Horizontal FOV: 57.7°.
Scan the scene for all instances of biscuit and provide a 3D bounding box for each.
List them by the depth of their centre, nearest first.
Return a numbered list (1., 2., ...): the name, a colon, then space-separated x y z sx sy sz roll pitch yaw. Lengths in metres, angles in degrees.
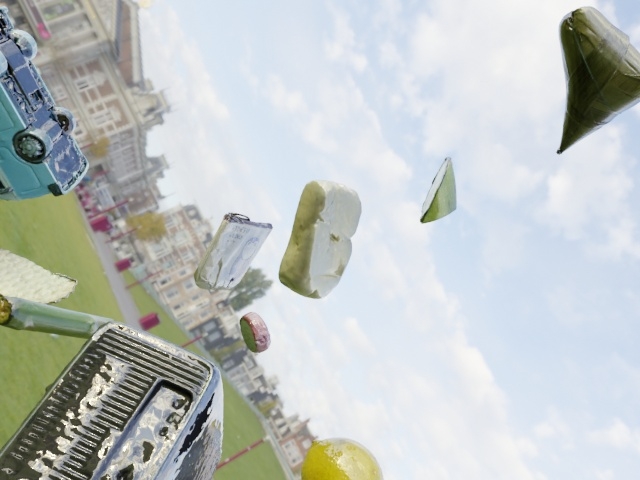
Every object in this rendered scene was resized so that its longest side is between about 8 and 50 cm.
1. biscuit: -0.944 0.137 1.859 0.274 0.187 0.036 27 -57 -8

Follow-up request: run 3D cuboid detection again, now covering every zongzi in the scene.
1. zongzi: 0.506 -0.318 1.158 0.221 0.112 0.242 47 -45 -2

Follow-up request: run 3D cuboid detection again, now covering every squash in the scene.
1. squash: 0.345 -0.131 1.584 0.192 0.085 0.184 -63 177 -68

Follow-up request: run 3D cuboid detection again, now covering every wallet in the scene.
1. wallet: -0.266 0.038 1.791 0.068 0.274 0.335 37 7 17

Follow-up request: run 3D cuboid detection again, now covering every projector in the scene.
1. projector: -0.339 0.392 0.918 0.242 0.395 0.405 22 -40 9

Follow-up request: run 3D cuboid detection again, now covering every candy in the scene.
1. candy: -0.160 0.225 1.414 0.103 0.043 0.103 42 -38 44

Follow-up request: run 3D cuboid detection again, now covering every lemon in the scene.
1. lemon: 0.047 0.531 1.299 0.203 0.178 0.178 51 -19 16

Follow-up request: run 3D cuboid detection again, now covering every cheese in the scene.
1. cheese: -0.001 0.000 1.263 0.093 0.159 0.262 20 -82 39

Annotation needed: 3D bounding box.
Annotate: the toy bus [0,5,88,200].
1. toy bus: -0.493 -0.191 0.885 0.133 0.165 0.271 -92 165 -60

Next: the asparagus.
1. asparagus: -0.535 0.168 1.195 0.067 0.060 0.278 6 -13 30
